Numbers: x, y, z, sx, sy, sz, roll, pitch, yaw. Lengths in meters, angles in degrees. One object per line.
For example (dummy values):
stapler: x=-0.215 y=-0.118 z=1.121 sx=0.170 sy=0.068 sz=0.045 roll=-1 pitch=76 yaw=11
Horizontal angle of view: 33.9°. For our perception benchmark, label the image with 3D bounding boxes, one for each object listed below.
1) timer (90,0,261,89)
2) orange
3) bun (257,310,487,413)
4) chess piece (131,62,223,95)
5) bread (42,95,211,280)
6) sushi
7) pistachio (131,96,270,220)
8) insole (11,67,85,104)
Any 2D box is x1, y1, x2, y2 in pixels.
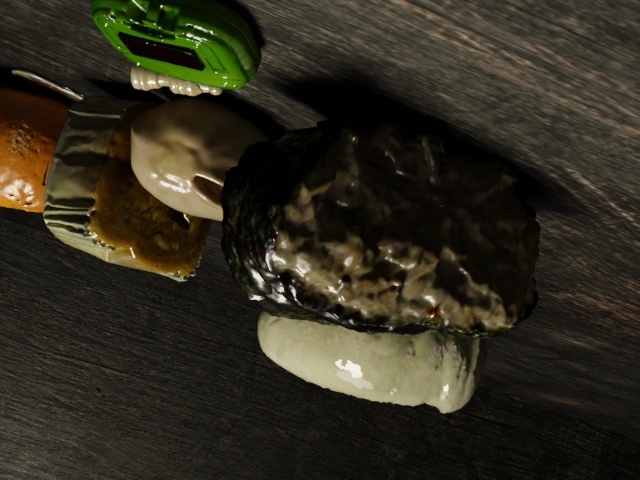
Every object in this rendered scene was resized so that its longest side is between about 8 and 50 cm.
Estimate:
timer: x=-0.124 y=-0.176 z=0.905 sx=0.140 sy=0.047 sz=0.128 roll=16 pitch=169 yaw=12
orange: x=-0.385 y=-0.118 z=1.349 sx=0.193 sy=0.161 sz=0.193 roll=16 pitch=-178 yaw=-1
bun: x=0.086 y=0.124 z=1.668 sx=0.365 sy=0.219 sz=0.365 roll=14 pitch=-174 yaw=-1
chess piece: x=-0.142 y=-0.162 z=1.058 sx=0.092 sy=0.035 sz=0.035 roll=12 pitch=169 yaw=12
bread: x=-0.211 y=-0.061 z=1.253 sx=0.110 sy=0.192 sz=0.210 roll=7 pitch=165 yaw=36
sushi: x=0.074 y=-0.007 z=1.047 sx=0.350 sy=0.210 sz=0.171 roll=18 pitch=167 yaw=-34
pistachio: x=-0.116 y=-0.087 z=1.168 sx=0.223 sy=0.126 sz=0.152 roll=22 pitch=-156 yaw=-46
insole: x=-0.298 y=-0.174 z=1.329 sx=0.193 sy=0.006 sz=0.065 roll=23 pitch=168 yaw=-29
